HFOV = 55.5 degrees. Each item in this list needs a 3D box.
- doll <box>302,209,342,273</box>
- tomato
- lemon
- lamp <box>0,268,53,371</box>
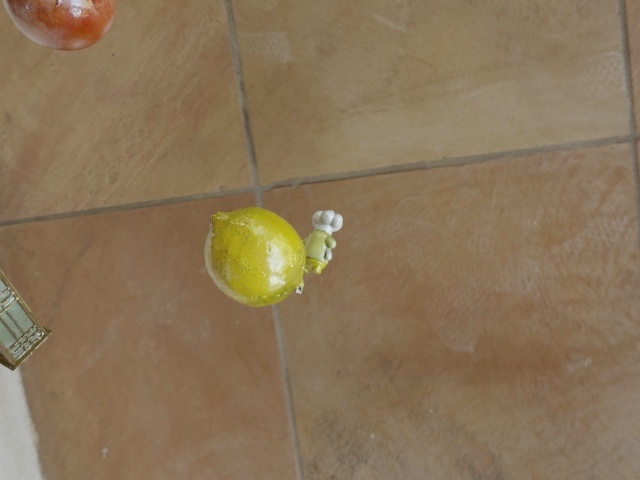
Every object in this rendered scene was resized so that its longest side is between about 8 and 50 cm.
[{"bbox_3d":[0.000,0.000,1.423,0.106,0.062,0.162,3,66,43],"label":"doll"},{"bbox_3d":[-0.649,-0.603,1.519,0.265,0.265,0.264,3,99,17],"label":"tomato"},{"bbox_3d":[-0.119,0.026,1.078,0.173,0.173,0.206,-36,104,19],"label":"lemon"},{"bbox_3d":[-0.505,0.053,0.869,0.089,0.090,0.325,19,142,25],"label":"lamp"}]
